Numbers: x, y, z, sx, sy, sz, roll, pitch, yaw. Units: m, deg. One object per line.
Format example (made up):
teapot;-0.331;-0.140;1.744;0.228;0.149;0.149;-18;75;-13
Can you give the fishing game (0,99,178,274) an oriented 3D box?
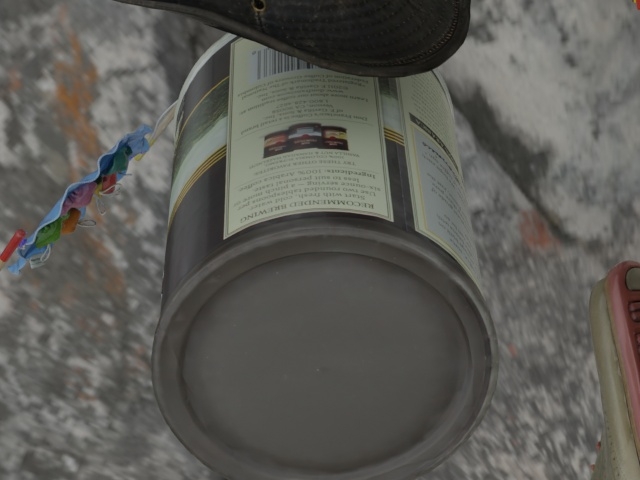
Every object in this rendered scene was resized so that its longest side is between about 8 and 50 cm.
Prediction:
fishing game;-0.213;-0.030;1.563;0.041;0.189;0.264;44;46;-1

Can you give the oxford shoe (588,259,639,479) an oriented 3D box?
oxford shoe;0.240;0.192;1.338;0.130;0.123;0.348;-17;75;39

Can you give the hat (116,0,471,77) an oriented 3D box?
hat;-0.040;-0.240;1.035;0.331;0.331;0.134;36;122;18

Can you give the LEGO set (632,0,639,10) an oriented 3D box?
LEGO set;0.344;-0.312;1.682;0.060;0.244;0.182;32;103;43

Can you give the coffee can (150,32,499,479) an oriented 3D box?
coffee can;0.000;0.000;1.103;0.201;0.202;0.275;-14;33;8
